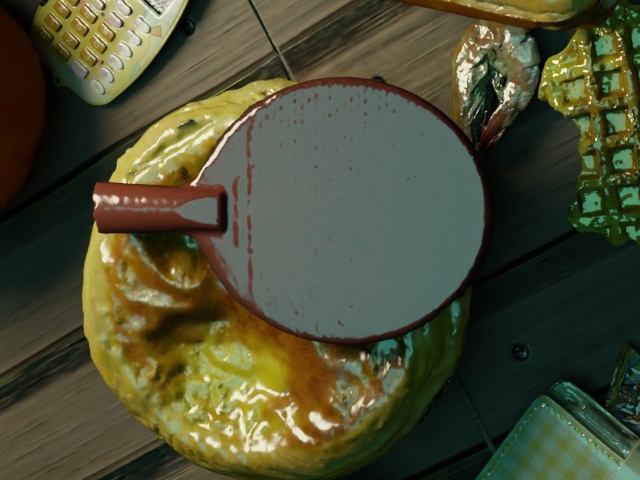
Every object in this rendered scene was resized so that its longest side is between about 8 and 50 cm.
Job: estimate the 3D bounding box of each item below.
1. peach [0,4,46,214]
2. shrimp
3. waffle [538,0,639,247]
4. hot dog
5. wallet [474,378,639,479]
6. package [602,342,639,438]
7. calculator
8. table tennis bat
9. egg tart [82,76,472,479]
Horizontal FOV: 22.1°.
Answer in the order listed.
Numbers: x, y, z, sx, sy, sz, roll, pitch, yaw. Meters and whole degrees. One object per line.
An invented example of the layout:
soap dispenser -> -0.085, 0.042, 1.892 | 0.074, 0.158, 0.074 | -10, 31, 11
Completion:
peach -> -0.488, -0.145, 1.844 | 0.342, 0.301, 0.343 | 3, 99, 18
shrimp -> 0.176, -0.148, 1.739 | 0.101, 0.042, 0.190 | 22, 109, 29
waffle -> 0.346, -0.120, 1.684 | 0.291, 0.051, 0.291 | 4, 101, 20
hot dog -> 0.137, -0.287, 1.678 | 0.337, 0.135, 0.100 | 17, 107, 27
wallet -> 0.315, 0.316, 1.748 | 0.309, 0.077, 0.223 | 37, 120, 11
package -> 0.358, 0.181, 1.739 | 0.120, 0.031, 0.108 | 24, 108, 14
calculator -> -0.239, -0.267, 1.882 | 0.157, 0.033, 0.236 | 44, 112, 7
table tennis bat -> -0.031, -0.030, 1.648 | 0.414, 0.051, 0.268 | 1, 95, 14
egg tart -> -0.040, 0.043, 1.774 | 0.443, 0.178, 0.443 | 2, 97, 17
